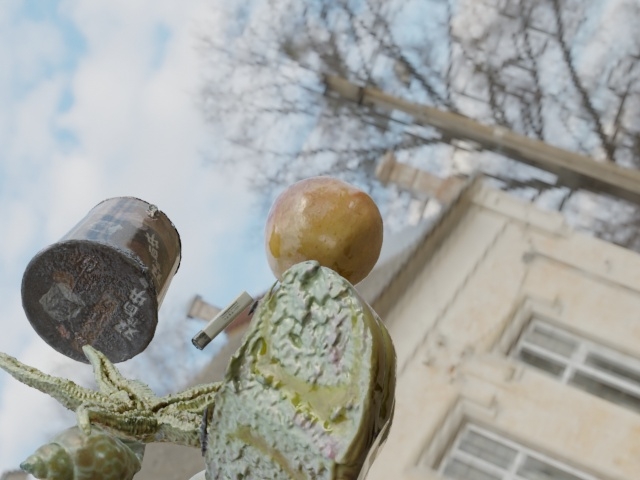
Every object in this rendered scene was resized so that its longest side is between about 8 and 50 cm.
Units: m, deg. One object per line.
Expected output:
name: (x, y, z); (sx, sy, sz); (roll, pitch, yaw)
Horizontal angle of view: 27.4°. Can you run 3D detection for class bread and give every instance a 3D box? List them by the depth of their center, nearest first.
bread: (0.002, 0.145, 1.178); (0.156, 0.158, 0.261); (-35, -31, -44)

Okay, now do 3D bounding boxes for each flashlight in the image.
flashlight: (-0.110, 0.090, 1.474); (0.083, 0.018, 0.018); (-44, -1, -22)

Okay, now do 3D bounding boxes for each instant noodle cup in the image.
instant noodle cup: (-0.321, 0.050, 2.017); (0.207, 0.217, 0.217); (-67, -10, -61)

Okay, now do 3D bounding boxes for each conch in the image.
conch: (-0.297, 0.286, 1.728); (0.173, 0.106, 0.116); (-59, -48, -64)

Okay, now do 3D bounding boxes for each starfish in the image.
starfish: (-0.204, 0.192, 1.564); (0.358, 0.347, 0.078); (-158, 72, -66)

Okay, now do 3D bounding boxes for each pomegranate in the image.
pomegranate: (0.003, -0.001, 1.990); (0.191, 0.191, 0.191); (-54, -23, -36)

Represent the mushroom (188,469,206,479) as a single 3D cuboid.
mushroom: (-0.145, 0.492, 2.412); (0.243, 0.243, 0.243); (-54, -23, -36)
